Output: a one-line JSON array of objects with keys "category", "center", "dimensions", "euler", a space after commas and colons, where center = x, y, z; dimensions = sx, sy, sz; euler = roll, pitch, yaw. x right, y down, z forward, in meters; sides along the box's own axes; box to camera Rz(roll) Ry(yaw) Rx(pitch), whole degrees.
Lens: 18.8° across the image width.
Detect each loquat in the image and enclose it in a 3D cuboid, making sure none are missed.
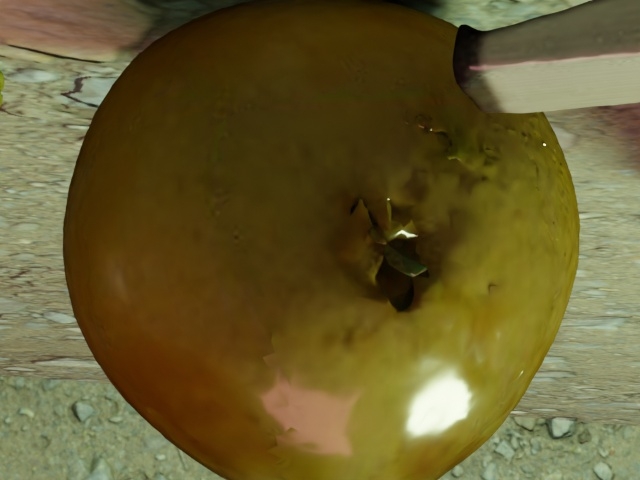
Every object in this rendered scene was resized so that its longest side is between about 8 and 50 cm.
[{"category": "loquat", "center": [0.000, 0.000, 0.982], "dimensions": [0.263, 0.263, 0.263], "euler": [3, 168, 1]}]

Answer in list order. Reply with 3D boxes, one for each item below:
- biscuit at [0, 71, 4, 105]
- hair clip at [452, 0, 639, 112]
[{"category": "biscuit", "center": [-0.228, -0.091, 1.140], "dimensions": [0.084, 0.023, 0.084], "euler": [2, 169, 0]}, {"category": "hair clip", "center": [0.214, -0.113, 0.756], "dimensions": [0.331, 0.101, 0.085], "euler": [-2, 162, 16]}]
